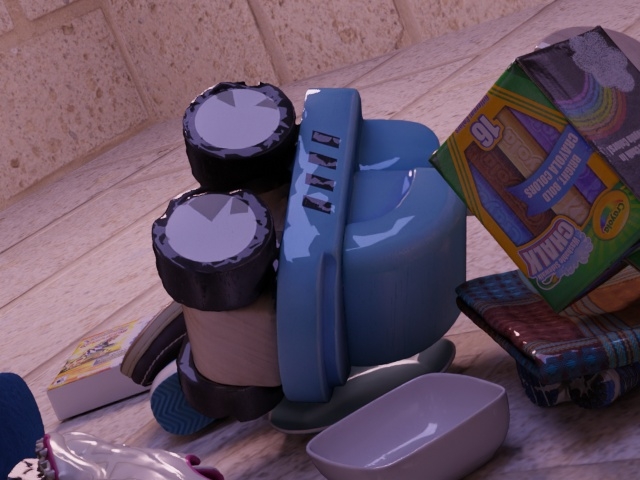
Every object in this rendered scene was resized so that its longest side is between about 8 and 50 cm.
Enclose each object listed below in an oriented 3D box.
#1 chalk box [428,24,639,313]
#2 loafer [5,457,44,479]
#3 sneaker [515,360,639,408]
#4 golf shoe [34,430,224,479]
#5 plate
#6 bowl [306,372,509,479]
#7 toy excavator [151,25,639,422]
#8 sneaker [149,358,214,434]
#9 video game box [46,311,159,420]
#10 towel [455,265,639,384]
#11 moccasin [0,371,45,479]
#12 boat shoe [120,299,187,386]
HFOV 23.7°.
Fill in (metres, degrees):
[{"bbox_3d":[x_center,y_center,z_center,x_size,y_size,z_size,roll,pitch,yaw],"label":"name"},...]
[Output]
[{"bbox_3d":[0.219,-0.040,1.209,0.132,0.213,0.132,-25,-17,-46],"label":"chalk box"},{"bbox_3d":[-0.282,0.263,1.388,0.062,0.061,0.170,13,22,17],"label":"loafer"},{"bbox_3d":[0.209,0.107,1.236,0.058,0.052,0.135,-15,12,-26],"label":"sneaker"},{"bbox_3d":[-0.158,0.222,1.279,0.140,0.115,0.306,-10,10,-19],"label":"golf shoe"},{"bbox_3d":[0.042,0.141,1.417,0.188,0.024,0.188,-21,12,5],"label":"plate"},{"bbox_3d":[0.073,0.162,1.207,0.142,0.053,0.142,-27,14,-23],"label":"bowl"},{"bbox_3d":[0.098,-0.035,1.449,0.445,0.222,0.433,3,47,6],"label":"toy excavator"},{"bbox_3d":[-0.070,0.119,1.557,0.228,0.087,0.092,-22,10,-7],"label":"sneaker"},{"bbox_3d":[-0.208,0.133,1.824,0.205,0.048,0.187,-20,11,9],"label":"video game box"},{"bbox_3d":[0.317,0.026,1.267,0.370,0.040,0.271,-14,11,-7],"label":"towel"},{"bbox_3d":[-0.375,0.229,1.505,0.116,0.138,0.342,-23,11,15],"label":"moccasin"},{"bbox_3d":[-0.099,0.093,1.676,0.285,0.092,0.103,-29,-21,-49],"label":"boat shoe"}]
